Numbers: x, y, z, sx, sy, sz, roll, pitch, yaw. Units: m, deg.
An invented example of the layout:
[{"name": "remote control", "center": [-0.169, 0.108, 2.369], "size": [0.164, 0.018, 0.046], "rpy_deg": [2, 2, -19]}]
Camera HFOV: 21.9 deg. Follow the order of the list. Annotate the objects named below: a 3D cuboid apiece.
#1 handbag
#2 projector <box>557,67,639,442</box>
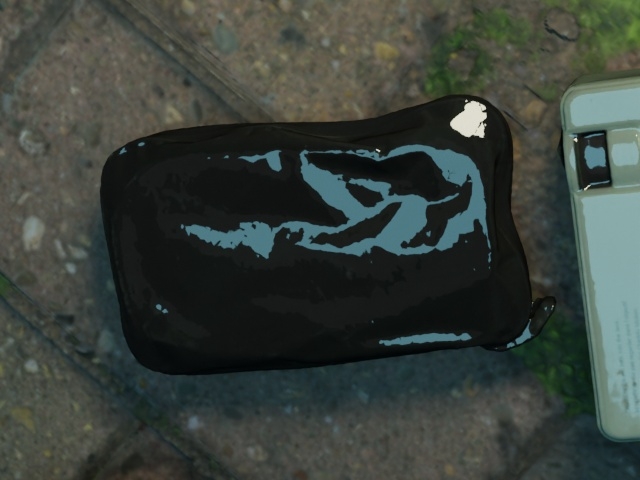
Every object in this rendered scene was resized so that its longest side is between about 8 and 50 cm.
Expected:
[{"name": "handbag", "center": [0.003, -0.001, 1.236], "size": [0.332, 0.075, 0.191], "rpy_deg": [-6, 99, 14]}, {"name": "projector", "center": [0.274, 0.002, 1.157], "size": [0.192, 0.099, 0.256], "rpy_deg": [-6, 100, 14]}]
